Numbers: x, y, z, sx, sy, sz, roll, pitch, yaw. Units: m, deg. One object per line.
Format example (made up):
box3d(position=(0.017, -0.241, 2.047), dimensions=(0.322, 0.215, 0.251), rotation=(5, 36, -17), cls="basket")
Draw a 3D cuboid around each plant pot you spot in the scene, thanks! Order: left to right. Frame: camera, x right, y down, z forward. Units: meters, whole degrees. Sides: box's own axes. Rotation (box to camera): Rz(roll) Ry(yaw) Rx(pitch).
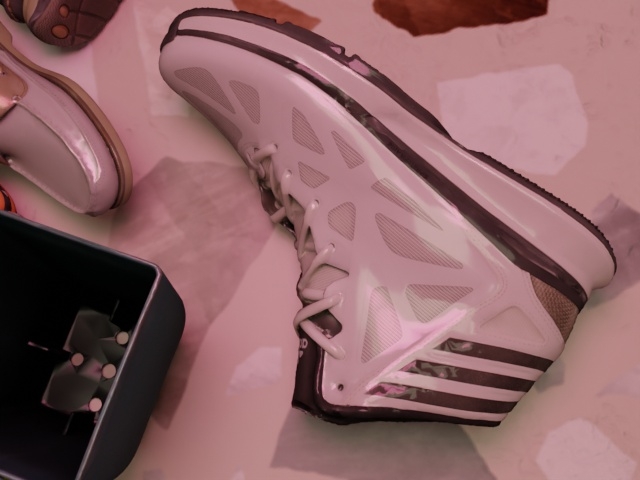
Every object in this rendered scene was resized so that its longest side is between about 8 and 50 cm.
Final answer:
box3d(position=(-0.202, 0.095, 0.713), dimensions=(0.165, 0.234, 0.166), rotation=(18, 79, 9), cls="plant pot")

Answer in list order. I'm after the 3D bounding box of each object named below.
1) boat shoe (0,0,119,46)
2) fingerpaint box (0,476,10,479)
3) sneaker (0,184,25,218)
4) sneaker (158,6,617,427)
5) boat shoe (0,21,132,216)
box3d(position=(-0.214, -0.366, 0.878), dimensions=(0.130, 0.132, 0.355), rotation=(30, 79, 10), cls="boat shoe")
box3d(position=(-0.180, 0.423, 0.627), dimensions=(0.444, 0.163, 0.371), rotation=(28, 80, 24), cls="fingerpaint box")
box3d(position=(-0.437, 0.034, 0.814), dimensions=(0.321, 0.125, 0.180), rotation=(-40, 73, -17), cls="sneaker")
box3d(position=(0.000, 0.000, 0.756), dimensions=(0.447, 0.169, 0.258), rotation=(33, 79, 8), cls="sneaker")
box3d(position=(-0.301, -0.119, 0.819), dimensions=(0.302, 0.113, 0.103), rotation=(40, 41, 20), cls="boat shoe")
